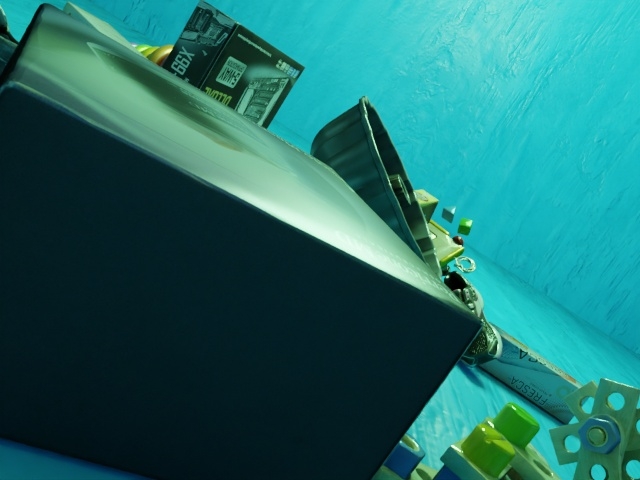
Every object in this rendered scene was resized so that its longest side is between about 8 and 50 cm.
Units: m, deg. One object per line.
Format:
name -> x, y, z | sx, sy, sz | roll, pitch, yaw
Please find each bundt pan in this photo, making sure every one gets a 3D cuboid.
bundt pan -> 0.082, -0.061, 1.119 | 0.331, 0.124, 0.330 | -21, 90, -77

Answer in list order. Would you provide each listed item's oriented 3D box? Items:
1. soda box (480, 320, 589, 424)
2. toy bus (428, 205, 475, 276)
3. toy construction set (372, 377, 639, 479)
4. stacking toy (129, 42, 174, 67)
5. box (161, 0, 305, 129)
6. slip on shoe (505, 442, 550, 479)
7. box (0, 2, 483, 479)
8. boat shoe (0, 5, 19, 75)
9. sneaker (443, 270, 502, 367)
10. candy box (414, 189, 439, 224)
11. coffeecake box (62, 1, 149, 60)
soda box -> 0.326, 0.207, 1.080 | 0.183, 0.063, 0.058 | 34, 11, 2
toy bus -> 0.233, 0.023, 1.507 | 0.191, 0.104, 0.202 | 5, 45, 4
toy construction set -> 0.191, 0.210, 0.525 | 0.328, 0.151, 0.215 | 3, 30, -47
stacking toy -> -0.337, -0.309, 1.297 | 0.302, 0.165, 0.175 | 22, 10, 22
box -> -0.163, -0.232, 1.131 | 0.076, 0.242, 0.307 | 36, 11, 13
slip on shoe -> 0.205, 0.233, 0.687 | 0.041, 0.051, 0.135 | 43, 3, -10
box -> -0.098, 0.002, 0.483 | 0.296, 0.182, 0.294 | 27, 14, -28
boat shoe -> -0.441, -0.266, 0.857 | 0.301, 0.102, 0.108 | 42, 14, 36
sneaker -> 0.218, 0.115, 1.050 | 0.077, 0.072, 0.178 | 53, 14, -30
candy box -> 0.148, -0.038, 1.369 | 0.187, 0.109, 0.053 | -13, 42, -46
coffeecake box -> -0.299, -0.202, 0.875 | 0.068, 0.142, 0.185 | 21, 17, -46
